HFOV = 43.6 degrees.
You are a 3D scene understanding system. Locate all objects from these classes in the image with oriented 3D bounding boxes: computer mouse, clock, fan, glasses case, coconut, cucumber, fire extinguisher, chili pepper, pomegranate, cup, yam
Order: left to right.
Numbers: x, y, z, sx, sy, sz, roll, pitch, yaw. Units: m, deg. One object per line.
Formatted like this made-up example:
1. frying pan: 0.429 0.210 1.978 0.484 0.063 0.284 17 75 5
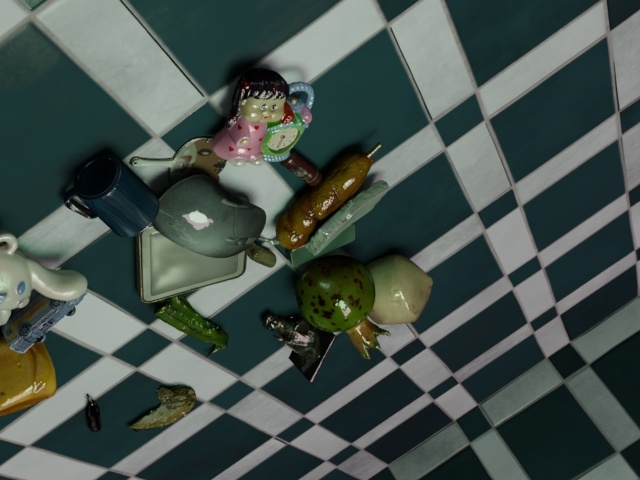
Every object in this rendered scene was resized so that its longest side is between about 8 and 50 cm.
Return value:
1. cucumber: -0.613 0.466 2.167 0.039 0.043 0.163 -56 168 -41
2. cup: -0.411 -0.078 1.556 0.150 0.113 0.138 -38 145 -2
3. fan: -0.285 -0.159 1.651 0.226 0.008 0.152 -2 137 -39
4. chili pepper: -0.320 0.228 2.074 0.085 0.076 0.359 -54 149 -13
5. computer mouse: -0.205 -0.026 1.747 0.167 0.090 0.379 -49 142 18
6. yam: -0.146 0.037 1.988 0.043 0.043 0.094 -42 147 14
7. clock: -0.107 -0.251 1.602 0.194 0.100 0.195 -10 143 -36
8. fire extinguisher: -0.053 -0.170 1.796 0.064 0.043 0.158 0 161 32
9. glasses case: 0.000 0.000 2.060 0.184 0.039 0.078 -24 146 -13
10. pomegranate: 0.068 0.165 2.106 0.231 0.286 0.231 -41 163 -15
11. coconut: 0.217 0.142 2.284 0.224 0.224 0.224 -22 145 -16

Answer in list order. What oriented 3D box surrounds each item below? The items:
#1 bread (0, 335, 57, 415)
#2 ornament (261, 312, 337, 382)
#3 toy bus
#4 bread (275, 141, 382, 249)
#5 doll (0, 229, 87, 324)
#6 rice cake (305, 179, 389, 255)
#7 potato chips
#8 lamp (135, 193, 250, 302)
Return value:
1. bread: -0.738 0.310 1.750 0.294 0.167 0.132 -19 168 -23
2. ornament: -0.096 0.270 2.259 0.196 0.166 0.153 27 94 -32
3. toy bus: -0.593 0.154 1.717 0.190 0.075 0.064 -41 157 -4
4. bread: 0.020 -0.112 1.893 0.344 0.084 0.124 -46 174 18
5. doll: -0.690 0.132 1.532 0.376 0.187 0.366 36 100 -29
6. rice cake: 0.066 -0.059 1.952 0.237 0.043 0.127 -39 173 -31
7. potato chips: -0.451 0.487 2.337 0.202 0.029 0.220 0 138 -40
8. lamp: -0.291 0.020 1.842 0.269 0.047 0.266 -16 144 -24
